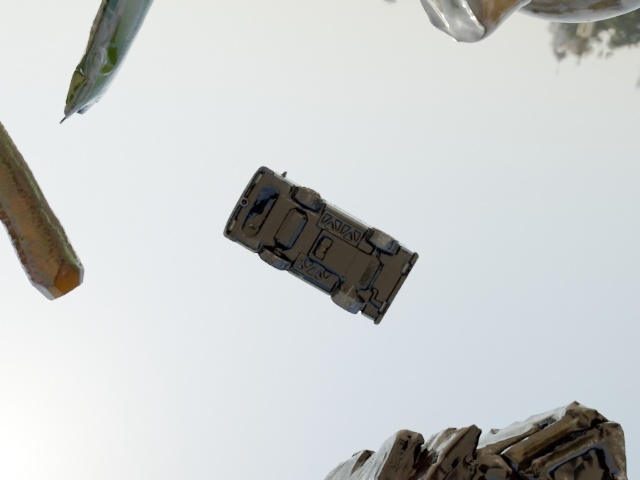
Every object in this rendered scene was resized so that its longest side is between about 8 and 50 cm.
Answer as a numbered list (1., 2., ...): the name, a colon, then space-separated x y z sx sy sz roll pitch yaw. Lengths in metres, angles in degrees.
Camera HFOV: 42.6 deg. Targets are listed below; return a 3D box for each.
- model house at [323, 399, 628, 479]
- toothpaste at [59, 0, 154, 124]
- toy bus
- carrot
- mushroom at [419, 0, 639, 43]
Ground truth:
1. model house: 0.101 0.323 0.742 0.282 0.297 0.317 -5 162 -28
2. toothpaste: -0.167 -0.213 0.712 0.047 0.248 0.078 29 -158 -5
3. toy bus: 0.000 0.000 0.571 0.123 0.060 0.075 30 -175 -2
4. carrot: -0.364 -0.050 0.976 0.070 0.260 0.070 -23 -165 7
5. mushroom: 0.149 -0.242 0.558 0.209 0.206 0.206 -16 -149 -29
